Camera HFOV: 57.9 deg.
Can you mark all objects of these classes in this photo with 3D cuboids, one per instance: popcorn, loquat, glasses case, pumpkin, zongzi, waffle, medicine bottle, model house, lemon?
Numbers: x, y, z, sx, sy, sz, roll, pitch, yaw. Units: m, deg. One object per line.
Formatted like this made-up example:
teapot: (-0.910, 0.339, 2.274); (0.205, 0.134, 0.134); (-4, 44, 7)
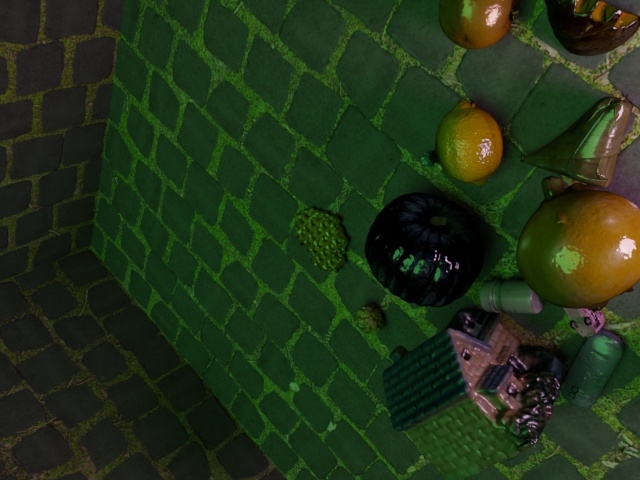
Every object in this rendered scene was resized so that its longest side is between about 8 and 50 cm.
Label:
popcorn: (0.181, 0.303, 2.206); (0.120, 0.116, 0.106); (29, 155, -27)
loquat: (0.657, -0.002, 1.466); (0.328, 0.328, 0.360); (-29, 82, 46)
glasses case: (0.798, 0.382, 1.705); (0.109, 0.067, 0.283); (27, 128, 24)
pumpkin: (0.314, 0.023, 1.765); (0.363, 0.363, 0.266); (43, 141, 19)
zongzi: (0.652, -0.274, 1.497); (0.256, 0.115, 0.228); (29, 126, 41)
pumpkin: (0.609, -0.520, 1.390); (0.254, 0.130, 0.149); (37, 131, 22)
waffle: (-0.001, 0.001, 2.265); (0.291, 0.051, 0.291); (18, 119, 36)
medicine bottle: (0.586, 0.171, 1.770); (0.168, 0.105, 0.105); (-4, 107, 43)
loquat: (0.405, -0.602, 1.492); (0.208, 0.208, 0.208); (20, 123, 35)
model house: (0.446, 0.397, 1.742); (0.400, 0.445, 0.395); (46, 135, 9)
lemon: (0.421, -0.273, 1.645); (0.188, 0.188, 0.257); (-8, 101, 44)

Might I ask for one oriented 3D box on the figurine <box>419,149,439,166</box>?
figurine: (0.357, -0.265, 1.811); (0.106, 0.047, 0.060); (-11, 72, 53)

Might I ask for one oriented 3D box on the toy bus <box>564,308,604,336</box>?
toy bus: (0.727, 0.171, 1.649); (0.203, 0.090, 0.063); (58, 146, 2)
